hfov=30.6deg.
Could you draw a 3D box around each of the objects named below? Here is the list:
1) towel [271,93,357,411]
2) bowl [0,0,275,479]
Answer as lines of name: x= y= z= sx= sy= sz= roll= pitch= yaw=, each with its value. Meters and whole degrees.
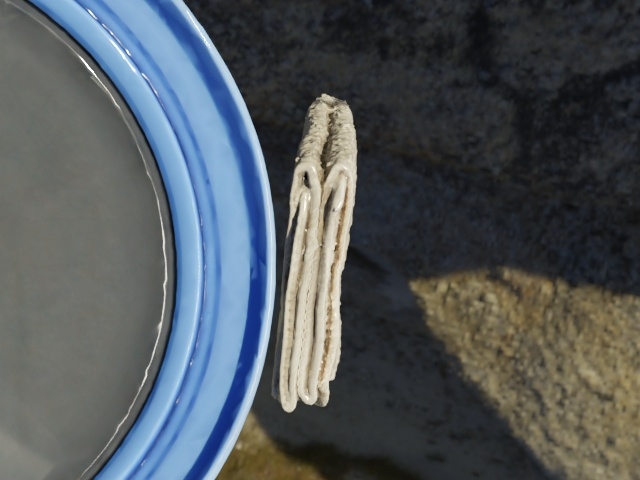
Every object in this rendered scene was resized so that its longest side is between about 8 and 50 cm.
towel: x=0.000 y=0.000 z=0.893 sx=0.049 sy=0.282 sz=0.187 roll=7 pitch=107 yaw=0
bowl: x=-0.206 y=-0.002 z=0.565 sx=0.391 sy=0.391 sz=0.077 roll=36 pitch=153 yaw=-22
